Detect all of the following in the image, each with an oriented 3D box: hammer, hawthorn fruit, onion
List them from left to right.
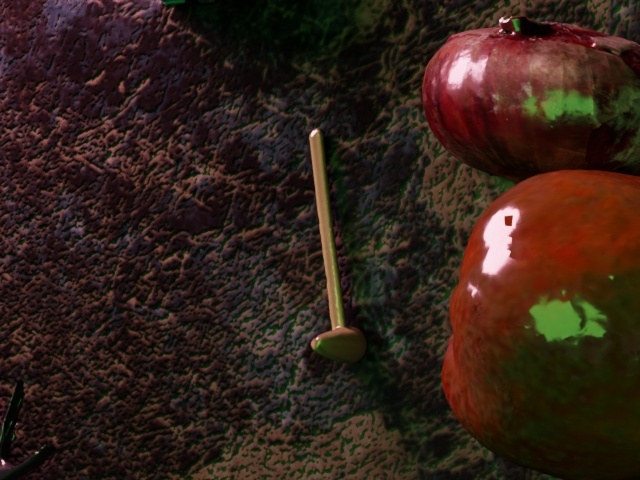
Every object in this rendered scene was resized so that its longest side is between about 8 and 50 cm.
[{"bbox_3d":[0.000,0.000,1.054,0.028,0.060,0.195,-16,72,28],"label":"hammer"},{"bbox_3d":[0.157,-0.090,0.945,0.206,0.098,0.151,3,84,30],"label":"onion"},{"bbox_3d":[0.214,0.061,0.844,0.262,0.210,0.210,11,89,14],"label":"hawthorn fruit"}]

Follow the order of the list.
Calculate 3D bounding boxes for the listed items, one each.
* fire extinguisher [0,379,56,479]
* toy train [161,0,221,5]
[{"bbox_3d":[-0.376,0.141,1.224,0.344,0.102,0.138,27,96,30],"label":"fire extinguisher"},{"bbox_3d":[-0.117,-0.293,1.130,0.154,0.107,0.198,2,84,38],"label":"toy train"}]
